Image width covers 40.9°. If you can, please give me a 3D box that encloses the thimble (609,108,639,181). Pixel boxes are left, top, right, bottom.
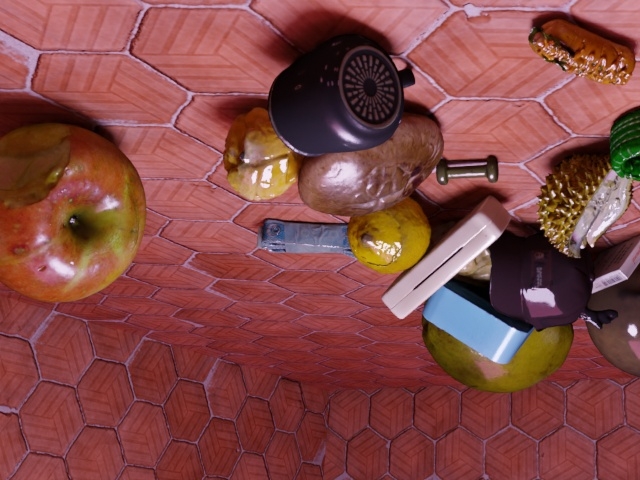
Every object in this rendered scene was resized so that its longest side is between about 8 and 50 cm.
[{"bbox_3d":[0.543,-0.160,1.427,0.118,0.090,0.130,15,158,-26],"label":"thimble"}]

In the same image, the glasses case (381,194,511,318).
[{"bbox_3d":[0.265,0.037,1.823,0.313,0.070,0.131,-45,178,30],"label":"glasses case"}]

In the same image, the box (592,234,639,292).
[{"bbox_3d":[0.668,0.067,2.015,0.035,0.139,0.245,43,154,0],"label":"box"}]

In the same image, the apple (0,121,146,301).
[{"bbox_3d":[-0.503,-0.056,1.607,0.340,0.339,0.339,4,161,1],"label":"apple"}]

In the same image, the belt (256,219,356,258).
[{"bbox_3d":[0.000,0.000,2.042,0.302,0.072,0.087,4,159,2],"label":"belt"}]

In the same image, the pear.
[{"bbox_3d":[0.461,0.245,2.294,0.414,0.352,0.352,16,160,-5],"label":"pear"}]

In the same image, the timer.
[{"bbox_3d":[0.377,0.169,1.988,0.232,0.091,0.250,31,-162,19],"label":"timer"}]

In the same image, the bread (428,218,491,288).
[{"bbox_3d":[0.371,0.039,2.000,0.268,0.130,0.152,19,-166,-36],"label":"bread"}]

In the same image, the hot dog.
[{"bbox_3d":[0.374,-0.261,1.219,0.188,0.055,0.072,14,157,-25],"label":"hot dog"}]

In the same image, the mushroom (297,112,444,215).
[{"bbox_3d":[0.087,-0.131,1.502,0.278,0.146,0.278,-19,161,-7],"label":"mushroom"}]

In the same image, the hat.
[{"bbox_3d":[0.518,0.071,1.872,0.209,0.238,0.336,-14,159,42],"label":"hat"}]

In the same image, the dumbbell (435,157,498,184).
[{"bbox_3d":[0.280,-0.131,1.638,0.118,0.046,0.052,-2,166,18],"label":"dumbbell"}]

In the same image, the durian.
[{"bbox_3d":[0.489,-0.098,1.578,0.237,0.138,0.193,-47,144,11],"label":"durian"}]

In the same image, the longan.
[{"bbox_3d":[0.799,0.185,2.072,0.319,0.318,0.319,4,161,1],"label":"longan"}]

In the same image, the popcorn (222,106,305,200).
[{"bbox_3d":[-0.099,-0.153,1.498,0.148,0.167,0.152,34,-161,-1],"label":"popcorn"}]

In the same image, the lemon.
[{"bbox_3d":[0.145,-0.016,1.799,0.181,0.180,0.193,-5,153,25],"label":"lemon"}]

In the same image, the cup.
[{"bbox_3d":[0.040,-0.215,1.299,0.223,0.169,0.177,-21,-176,-39],"label":"cup"}]
